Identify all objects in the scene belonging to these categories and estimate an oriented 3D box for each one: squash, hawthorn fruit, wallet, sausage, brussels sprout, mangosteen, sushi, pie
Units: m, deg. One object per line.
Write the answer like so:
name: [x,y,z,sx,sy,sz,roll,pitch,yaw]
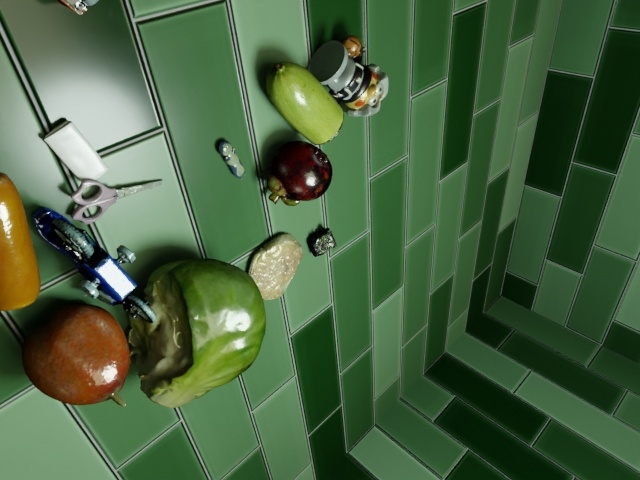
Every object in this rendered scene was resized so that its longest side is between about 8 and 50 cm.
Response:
squash: [-0.052,-0.358,1.212,0.247,0.133,0.132,34,87,-50]
hawthorn fruit: [-0.492,0.257,1.012,0.199,0.251,0.199,-46,171,-10]
wallet: [-0.473,-0.169,0.931,0.061,0.025,0.122,-47,142,-20]
sausage: [-0.580,0.007,0.862,0.105,0.105,0.274,-21,129,-40]
brussels sprout: [-0.297,0.224,1.188,0.315,0.276,0.370,16,102,-49]
mangosteen: [-0.065,-0.175,1.301,0.200,0.200,0.199,-28,132,-36]
sushi: [0.000,0.000,1.571,0.083,0.056,0.084,-36,138,-18]
pie: [-0.142,0.081,1.458,0.185,0.052,0.218,18,101,-54]

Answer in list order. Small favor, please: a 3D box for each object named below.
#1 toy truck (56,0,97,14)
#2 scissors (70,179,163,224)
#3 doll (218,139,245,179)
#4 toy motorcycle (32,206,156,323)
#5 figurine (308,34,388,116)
toy truck: [-0.369,-0.501,0.762,0.252,0.114,0.107,-57,143,-2]
scissors: [-0.427,-0.099,1.024,0.212,0.021,0.110,-24,147,-43]
doll: [-0.221,-0.201,1.201,0.037,0.027,0.125,-54,143,-20]
toy motorcycle: [-0.464,0.061,0.995,0.113,0.169,0.315,-51,133,-28]
figurine: [0.089,-0.447,1.317,0.236,0.133,0.175,23,97,-50]
